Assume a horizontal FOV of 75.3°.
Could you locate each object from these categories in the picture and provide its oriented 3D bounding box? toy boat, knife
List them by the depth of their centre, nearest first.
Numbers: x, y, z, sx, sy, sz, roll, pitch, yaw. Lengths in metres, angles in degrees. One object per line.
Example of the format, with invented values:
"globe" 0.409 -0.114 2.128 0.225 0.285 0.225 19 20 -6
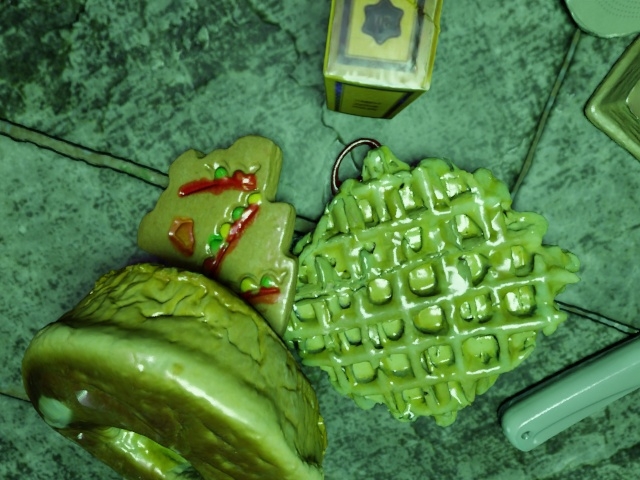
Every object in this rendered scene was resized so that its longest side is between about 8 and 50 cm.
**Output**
"toy boat" 0.398 -0.130 0.441 0.188 0.061 0.116 34 99 -4
"knife" 0.347 0.179 0.512 0.266 0.040 0.073 -34 108 7

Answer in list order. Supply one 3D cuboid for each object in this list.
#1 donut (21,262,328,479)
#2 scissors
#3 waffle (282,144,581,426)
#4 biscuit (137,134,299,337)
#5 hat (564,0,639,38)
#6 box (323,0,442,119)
"donut" -0.140 0.170 0.441 0.330 0.160 0.329 8 126 11
"scissors" 0.000 0.000 0.503 0.248 0.017 0.144 -36 97 9
"waffle" 0.105 0.066 0.465 0.297 0.073 0.317 30 110 -3
"biscuit" -0.104 0.004 0.458 0.212 0.041 0.238 -33 77 15
"hat" 0.357 -0.321 0.378 0.245 0.149 0.214 -30 97 -4
"box" 0.062 -0.273 0.362 0.084 0.193 0.301 8 101 1
